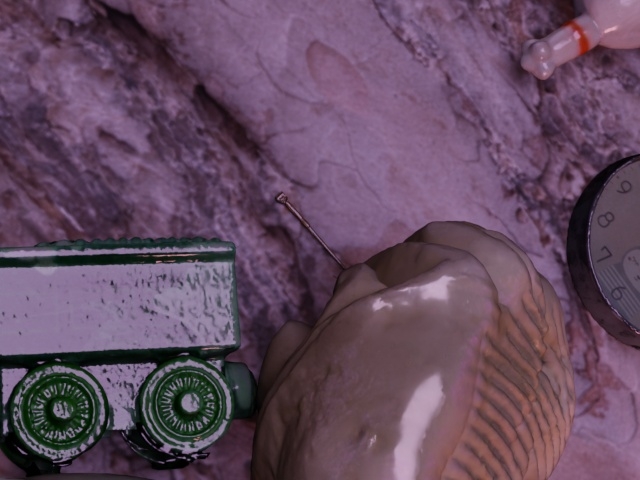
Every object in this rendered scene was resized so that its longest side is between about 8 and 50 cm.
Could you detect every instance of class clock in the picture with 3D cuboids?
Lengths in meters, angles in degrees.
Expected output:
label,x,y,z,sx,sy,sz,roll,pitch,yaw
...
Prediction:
label,x,y,z,sx,sy,sz,roll,pitch,yaw
clock,0.361,0.010,1.606,0.215,0.042,0.215,3,79,-16

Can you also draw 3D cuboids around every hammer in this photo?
label,x,y,z,sx,sy,sz,roll,pitch,yaw
hammer,0.000,0.000,1.516,0.123,0.014,0.029,48,63,-2

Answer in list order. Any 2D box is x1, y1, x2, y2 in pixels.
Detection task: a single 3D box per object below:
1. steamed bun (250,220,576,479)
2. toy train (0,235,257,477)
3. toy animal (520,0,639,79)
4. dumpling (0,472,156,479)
label,x,y,z,sx,sy,sz,roll,pitch,yaw
steamed bun,0.068,0.156,1.377,0.247,0.339,0.352,3,70,28
toy train,-0.189,0.105,1.374,0.266,0.145,0.201,-2,78,-17
toy animal,0.330,-0.251,1.607,0.282,0.138,0.140,-19,77,5
dumpling,-0.182,0.306,1.312,0.321,0.212,0.270,14,114,-6
